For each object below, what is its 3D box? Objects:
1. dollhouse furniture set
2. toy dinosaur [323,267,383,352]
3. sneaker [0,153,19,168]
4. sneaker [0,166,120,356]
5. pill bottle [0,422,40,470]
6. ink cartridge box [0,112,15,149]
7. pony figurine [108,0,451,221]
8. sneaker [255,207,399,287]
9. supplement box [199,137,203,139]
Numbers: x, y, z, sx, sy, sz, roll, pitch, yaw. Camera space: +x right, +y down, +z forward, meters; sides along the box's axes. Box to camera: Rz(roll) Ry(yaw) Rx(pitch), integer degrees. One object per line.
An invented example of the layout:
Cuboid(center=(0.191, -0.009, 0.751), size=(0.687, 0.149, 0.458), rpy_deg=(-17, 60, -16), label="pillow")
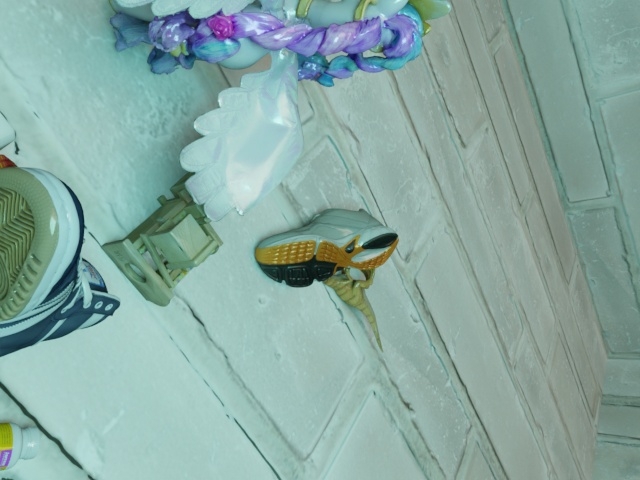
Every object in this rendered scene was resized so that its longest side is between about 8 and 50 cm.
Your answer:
Cuboid(center=(-0.140, -0.017, 0.611), size=(0.101, 0.161, 0.182), rpy_deg=(59, 46, -25), label="dollhouse furniture set")
Cuboid(center=(0.069, 0.103, 0.926), size=(0.211, 0.064, 0.112), rpy_deg=(45, 70, -23), label="toy dinosaur")
Cuboid(center=(-0.295, -0.032, 0.455), size=(0.067, 0.175, 0.064), rpy_deg=(-22, 80, -14), label="sneaker")
Cuboid(center=(-0.233, 0.022, 0.424), size=(0.153, 0.282, 0.099), rpy_deg=(-20, 78, -55), label="sneaker")
Cuboid(center=(-0.315, 0.196, 0.461), size=(0.083, 0.043, 0.043), rpy_deg=(13, 74, -47), label="pill bottle")
Cuboid(center=(-0.414, -0.086, 0.339), size=(0.273, 0.115, 0.198), rpy_deg=(-50, 120, -42), label="ink cartridge box")
Cuboid(center=(-0.085, -0.241, 0.557), size=(0.351, 0.363, 0.302), rpy_deg=(-37, 137, -29), label="pony figurine")
Cuboid(center=(0.000, 0.000, 0.839), size=(0.262, 0.121, 0.099), rpy_deg=(-6, 129, -32), label="sneaker")
Cuboid(center=(-0.129, -0.138, 0.728), size=(0.083, 0.055, 0.043), rpy_deg=(-19, 100, -48), label="supplement box")
